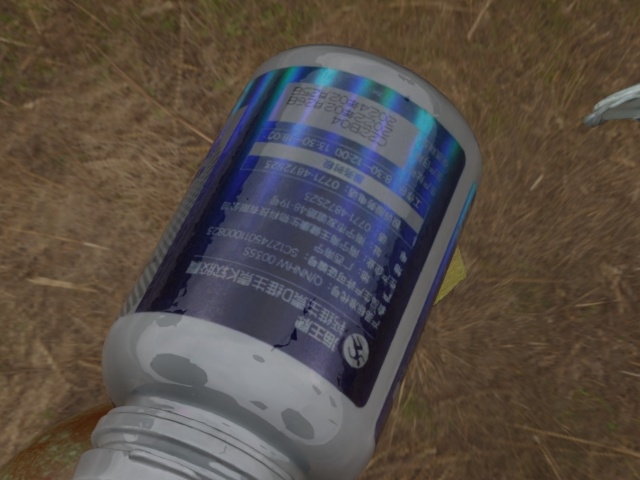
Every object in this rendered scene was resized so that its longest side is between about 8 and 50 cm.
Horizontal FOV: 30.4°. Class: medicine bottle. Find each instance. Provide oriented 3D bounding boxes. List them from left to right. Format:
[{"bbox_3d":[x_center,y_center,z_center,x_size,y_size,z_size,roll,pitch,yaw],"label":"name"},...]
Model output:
[{"bbox_3d":[-0.015,0.026,0.448,0.107,0.107,0.191,22,60,6],"label":"medicine bottle"}]

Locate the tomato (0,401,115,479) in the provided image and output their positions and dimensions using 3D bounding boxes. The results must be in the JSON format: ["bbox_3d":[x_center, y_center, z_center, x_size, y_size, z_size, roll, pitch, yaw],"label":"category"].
[{"bbox_3d":[-0.120,0.231,0.863,0.270,0.270,0.222,34,109,7],"label":"tomato"}]

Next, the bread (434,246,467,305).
[{"bbox_3d":[0.000,0.000,0.881,0.168,0.264,0.163,-39,77,0],"label":"bread"}]

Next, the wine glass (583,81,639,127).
[{"bbox_3d":[0.198,-0.193,0.722,0.156,0.156,0.232,-12,84,4],"label":"wine glass"}]
